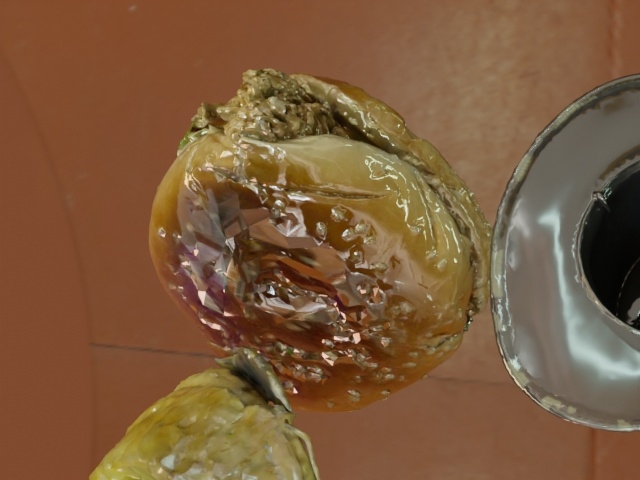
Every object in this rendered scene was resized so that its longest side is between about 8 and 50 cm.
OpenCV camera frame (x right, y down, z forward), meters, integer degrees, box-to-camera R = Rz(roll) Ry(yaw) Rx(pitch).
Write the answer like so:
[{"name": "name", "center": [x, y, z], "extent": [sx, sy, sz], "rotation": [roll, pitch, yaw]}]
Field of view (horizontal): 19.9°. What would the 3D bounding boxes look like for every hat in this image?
[{"name": "hat", "center": [0.102, 0.011, 0.522], "extent": [0.121, 0.050, 0.121], "rotation": [-5, 57, 7]}]

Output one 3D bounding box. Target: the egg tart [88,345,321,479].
[{"name": "egg tart", "center": [-0.078, 0.181, 1.010], "extent": [0.098, 0.232, 0.252], "rotation": [13, 64, -30]}]

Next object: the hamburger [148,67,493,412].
[{"name": "hamburger", "center": [0.000, 0.000, 1.288], "extent": [0.146, 0.243, 0.286], "rotation": [-57, 153, -43]}]
